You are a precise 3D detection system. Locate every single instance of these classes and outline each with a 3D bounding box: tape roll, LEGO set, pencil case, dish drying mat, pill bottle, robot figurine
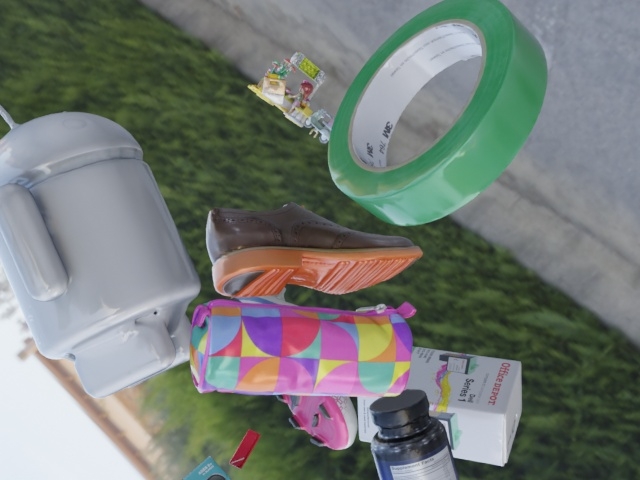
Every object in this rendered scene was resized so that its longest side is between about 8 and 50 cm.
[{"bbox_3d":[0.148,-0.177,1.119,0.077,0.321,0.321,34,-179,-32],"label":"tape roll"},{"bbox_3d":[-0.043,-0.270,1.430,0.132,0.107,0.287,37,-176,22],"label":"LEGO set"},{"bbox_3d":[-0.018,0.110,0.871,0.236,0.105,0.104,2,-171,-19],"label":"pencil case"},{"bbox_3d":[-0.159,0.440,1.753,0.032,0.083,0.008,16,149,28],"label":"dish drying mat"},{"bbox_3d":[0.150,0.353,1.305,0.123,0.122,0.219,-169,63,-79],"label":"pill bottle"},{"bbox_3d":[-0.272,0.000,0.975,0.354,0.199,0.300,65,-173,6],"label":"robot figurine"}]

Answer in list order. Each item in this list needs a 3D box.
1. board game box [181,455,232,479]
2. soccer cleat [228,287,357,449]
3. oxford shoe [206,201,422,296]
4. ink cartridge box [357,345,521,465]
[{"bbox_3d":[-0.197,0.620,1.565,0.336,0.253,0.079,44,145,14],"label":"board game box"},{"bbox_3d":[-0.022,0.170,1.251,0.331,0.143,0.116,42,138,40],"label":"soccer cleat"},{"bbox_3d":[0.000,0.000,1.249,0.363,0.130,0.133,1,-121,-36],"label":"oxford shoe"},{"bbox_3d":[0.233,0.306,1.590,0.278,0.201,0.117,5,113,20],"label":"ink cartridge box"}]
